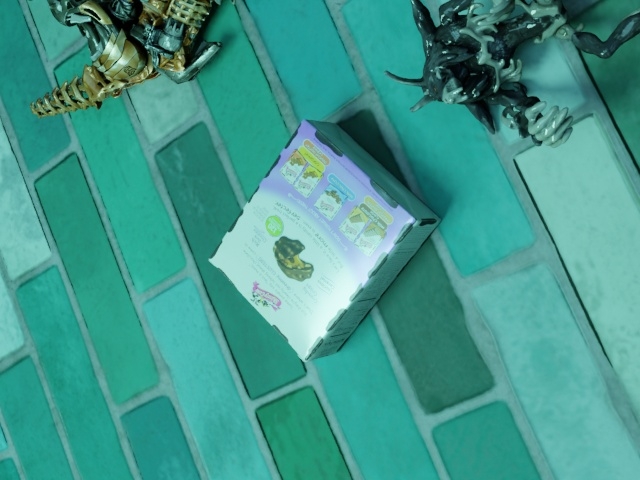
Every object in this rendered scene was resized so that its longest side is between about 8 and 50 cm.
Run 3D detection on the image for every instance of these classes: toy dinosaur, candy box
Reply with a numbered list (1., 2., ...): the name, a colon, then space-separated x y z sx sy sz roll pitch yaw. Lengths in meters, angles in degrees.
1. toy dinosaur: -0.234 -0.254 1.063 0.322 0.164 0.218 -37 90 4
2. candy box: 0.000 0.000 0.974 0.165 0.070 0.196 45 112 21

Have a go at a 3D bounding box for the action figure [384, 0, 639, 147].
1. action figure: 0.181 -0.176 0.814 0.275 0.141 0.164 -27 111 24
